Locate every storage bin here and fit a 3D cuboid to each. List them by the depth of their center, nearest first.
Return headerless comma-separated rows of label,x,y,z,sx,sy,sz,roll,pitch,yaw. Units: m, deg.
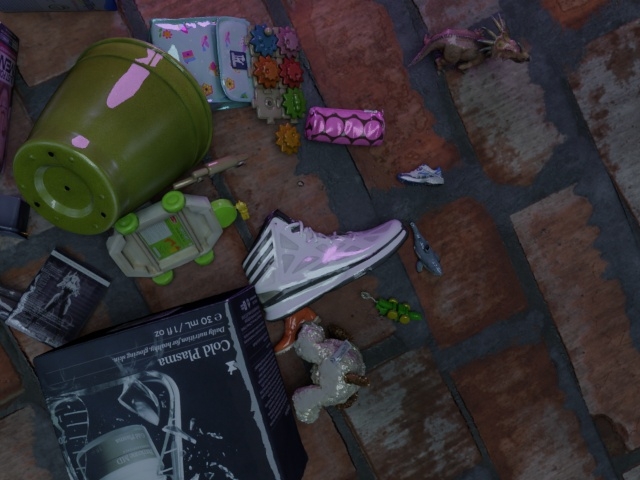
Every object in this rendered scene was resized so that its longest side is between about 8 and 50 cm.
storage bin,-0.758,-0.057,1.624,0.098,0.135,0.091,12,82,-9

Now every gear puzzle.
gear puzzle,-0.101,-0.388,1.706,0.175,0.044,0.339,-10,96,-41

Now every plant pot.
plant pot,-0.474,-0.206,1.464,0.366,0.353,0.366,9,131,11

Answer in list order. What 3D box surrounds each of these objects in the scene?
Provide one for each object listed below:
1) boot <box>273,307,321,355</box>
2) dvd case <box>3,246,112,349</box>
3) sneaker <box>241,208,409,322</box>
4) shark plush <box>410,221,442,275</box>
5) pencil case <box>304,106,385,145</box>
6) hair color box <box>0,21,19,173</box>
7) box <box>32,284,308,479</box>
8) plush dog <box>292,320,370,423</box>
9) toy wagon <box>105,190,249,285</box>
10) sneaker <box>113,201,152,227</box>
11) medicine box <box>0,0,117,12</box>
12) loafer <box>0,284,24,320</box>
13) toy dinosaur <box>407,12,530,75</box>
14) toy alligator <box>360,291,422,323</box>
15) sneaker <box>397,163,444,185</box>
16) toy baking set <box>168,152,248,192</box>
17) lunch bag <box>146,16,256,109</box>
boot,-0.081,0.239,1.787,0.158,0.059,0.084,-44,96,-12
dvd case,-0.657,0.151,1.662,0.164,0.018,0.221,34,70,-18
sneaker,0.000,0.000,1.726,0.447,0.169,0.257,-29,93,-10
shark plush,0.295,0.020,1.823,0.073,0.067,0.161,-15,96,-8
pencil case,0.065,-0.307,1.756,0.209,0.095,0.098,1,129,-11
hair color box,-0.809,-0.338,1.571,0.105,0.174,0.347,8,93,-11
box,-0.335,0.406,1.564,0.480,0.297,0.471,-17,92,7
plush dog,0.052,0.338,1.732,0.211,0.225,0.262,0,89,19
toy wagon,-0.345,-0.022,1.639,0.344,0.267,0.068,-26,58,-8
sneaker,-0.573,-0.102,1.636,0.305,0.152,0.114,16,90,-11
medicine box,-0.651,-0.702,1.586,0.289,0.149,0.263,-4,94,-8
loafer,-0.831,0.124,1.646,0.302,0.109,0.095,33,70,-16
toy dinosaur,0.382,-0.517,1.736,0.296,0.200,0.127,-4,94,-8
toy alligator,0.188,0.193,1.829,0.190,0.056,0.051,21,131,-10
sneaker,0.275,-0.182,1.822,0.135,0.052,0.058,2,83,-16
toy baking set,-0.270,-0.175,1.640,0.256,0.197,0.030,-27,98,-33
lunch bag,-0.287,-0.440,1.659,0.262,0.160,0.223,-8,93,-18
